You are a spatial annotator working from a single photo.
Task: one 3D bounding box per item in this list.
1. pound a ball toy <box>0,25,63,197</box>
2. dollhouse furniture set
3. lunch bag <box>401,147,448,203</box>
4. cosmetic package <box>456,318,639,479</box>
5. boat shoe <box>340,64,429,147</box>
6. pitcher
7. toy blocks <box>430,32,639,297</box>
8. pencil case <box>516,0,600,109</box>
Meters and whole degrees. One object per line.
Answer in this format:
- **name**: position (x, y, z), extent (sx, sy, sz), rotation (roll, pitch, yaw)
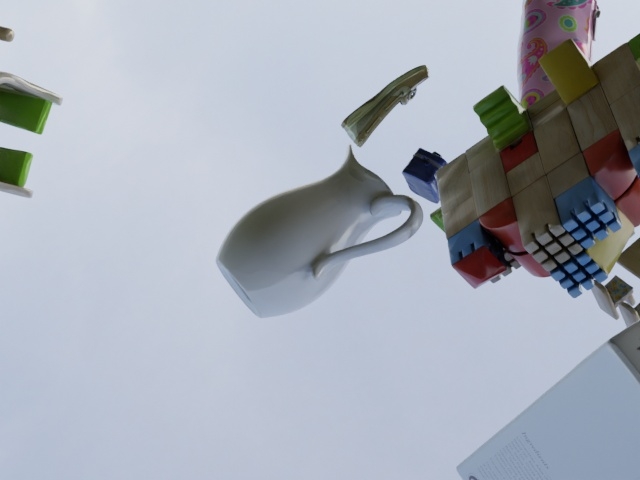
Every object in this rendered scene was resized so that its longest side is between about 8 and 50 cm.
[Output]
- **pound a ball toy**: position (-0.448, -0.186, 1.351), extent (0.319, 0.136, 0.208), rotation (16, -92, 38)
- **dollhouse furniture set**: position (0.535, 0.005, 1.966), extent (0.212, 0.161, 0.242), rotation (-40, -138, -6)
- **lunch bag**: position (0.190, -0.119, 2.020), extent (0.067, 0.098, 0.065), rotation (29, -104, 27)
- **cosmetic package**: position (0.386, 0.238, 1.509), extent (0.230, 0.453, 0.161), rotation (-25, -109, -30)
- **boat shoe**: position (0.102, -0.199, 1.691), extent (0.153, 0.048, 0.056), rotation (-37, 178, -1)
- **pitcher**: position (0.000, 0.000, 1.272), extent (0.207, 0.125, 0.178), rotation (-38, -149, -11)
- **toy blocks**: position (0.287, -0.056, 1.350), extent (0.381, 0.191, 0.261), rotation (-34, -149, 24)
- **pencil case**: position (0.349, -0.247, 1.701), extent (0.124, 0.124, 0.284), rotation (-4, -117, 24)
